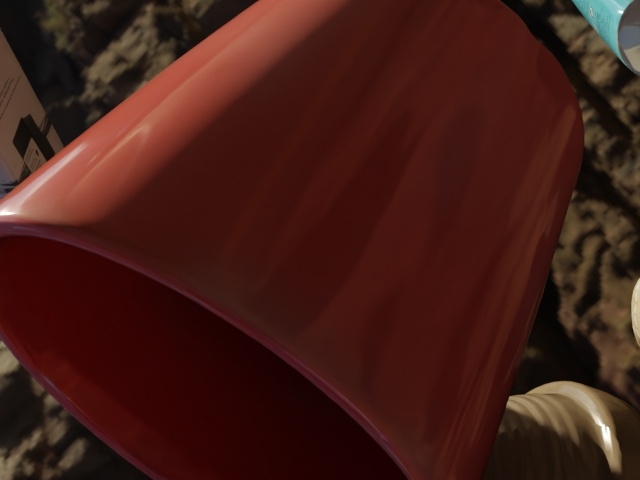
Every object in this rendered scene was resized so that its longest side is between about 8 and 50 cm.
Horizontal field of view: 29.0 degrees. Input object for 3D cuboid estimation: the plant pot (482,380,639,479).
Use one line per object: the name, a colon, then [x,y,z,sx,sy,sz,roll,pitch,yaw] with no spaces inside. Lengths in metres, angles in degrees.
plant pot: [0.088,0.184,0.723,0.110,0.237,0.237,22,-158,-14]

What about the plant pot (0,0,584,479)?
plant pot: [0.000,0.000,0.643,0.275,0.275,0.243,41,-119,-10]

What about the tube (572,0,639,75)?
tube: [0.173,-0.146,0.736,0.080,0.052,0.207,46,-168,-19]

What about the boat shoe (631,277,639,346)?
boat shoe: [0.275,0.081,0.798,0.302,0.109,0.098,23,167,-41]

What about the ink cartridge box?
ink cartridge box: [-0.327,-0.093,1.107,0.208,0.153,0.087,73,-154,-51]
